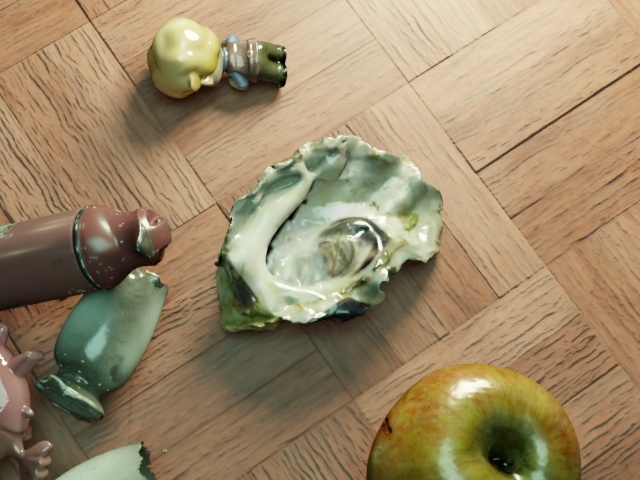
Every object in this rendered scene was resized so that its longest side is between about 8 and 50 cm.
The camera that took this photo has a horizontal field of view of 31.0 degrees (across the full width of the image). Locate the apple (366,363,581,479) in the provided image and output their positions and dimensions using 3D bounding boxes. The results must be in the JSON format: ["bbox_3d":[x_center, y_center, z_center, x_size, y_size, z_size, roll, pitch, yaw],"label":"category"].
[{"bbox_3d":[0.182,0.285,1.430,0.264,0.264,0.264,1,74,-3],"label":"apple"}]

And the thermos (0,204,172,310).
[{"bbox_3d":[-0.335,0.024,1.472,0.330,0.136,0.109,-12,72,19],"label":"thermos"}]

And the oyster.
[{"bbox_3d":[0.000,0.000,1.558,0.351,0.115,0.238,-41,89,-8],"label":"oyster"}]

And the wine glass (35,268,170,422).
[{"bbox_3d":[-0.280,0.127,1.498,0.111,0.111,0.204,27,71,4],"label":"wine glass"}]

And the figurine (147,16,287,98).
[{"bbox_3d":[-0.146,-0.257,1.632,0.196,0.108,0.114,0,84,-22],"label":"figurine"}]

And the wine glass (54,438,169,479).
[{"bbox_3d":[-0.323,0.385,1.386,0.357,0.190,0.190,-22,77,-10],"label":"wine glass"}]

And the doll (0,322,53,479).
[{"bbox_3d":[-0.428,0.203,1.445,0.262,0.093,0.211,37,105,21],"label":"doll"}]
